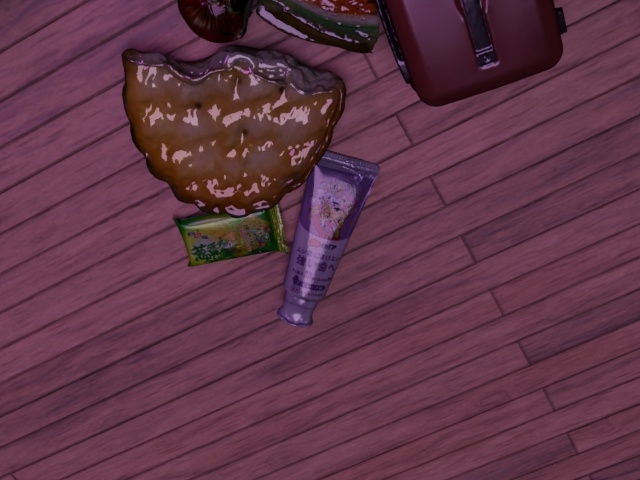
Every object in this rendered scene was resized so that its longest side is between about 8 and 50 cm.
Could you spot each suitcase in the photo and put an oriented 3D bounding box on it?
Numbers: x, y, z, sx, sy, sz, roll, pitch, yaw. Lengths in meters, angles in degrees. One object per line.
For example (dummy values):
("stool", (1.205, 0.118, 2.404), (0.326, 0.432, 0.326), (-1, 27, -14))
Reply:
("suitcase", (0.191, -0.352, 1.226), (0.236, 0.161, 0.297), (-18, 120, 11))

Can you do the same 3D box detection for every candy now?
("candy", (-0.148, -0.011, 1.488), (0.178, 0.032, 0.102), (-10, 119, 5))

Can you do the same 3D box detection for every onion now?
("onion", (-0.146, -0.339, 1.263), (0.118, 0.118, 0.117), (12, 85, -8))

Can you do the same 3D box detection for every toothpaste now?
("toothpaste", (0.000, 0.000, 1.483), (0.114, 0.073, 0.299), (15, 111, -9))

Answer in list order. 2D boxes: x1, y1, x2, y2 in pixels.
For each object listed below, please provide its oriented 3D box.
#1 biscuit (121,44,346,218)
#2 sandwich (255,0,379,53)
("biscuit", (-0.147, -0.196, 1.362), (0.335, 0.078, 0.329), (39, 115, -20))
("sandwich", (0.006, -0.357, 1.261), (0.184, 0.109, 0.160), (19, 98, -9))
